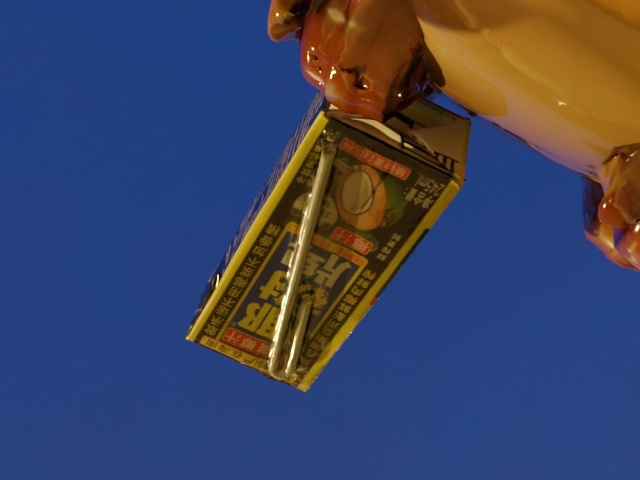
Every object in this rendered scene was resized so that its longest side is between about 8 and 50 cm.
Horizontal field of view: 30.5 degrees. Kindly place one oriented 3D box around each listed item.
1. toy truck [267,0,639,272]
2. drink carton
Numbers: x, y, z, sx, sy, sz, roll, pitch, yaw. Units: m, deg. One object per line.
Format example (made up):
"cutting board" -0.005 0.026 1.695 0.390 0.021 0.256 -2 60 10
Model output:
"toy truck" 0.122 -0.111 0.505 0.204 0.288 0.211 31 -85 8
"drink carton" 0.000 0.000 0.558 0.071 0.056 0.165 26 -50 -7
